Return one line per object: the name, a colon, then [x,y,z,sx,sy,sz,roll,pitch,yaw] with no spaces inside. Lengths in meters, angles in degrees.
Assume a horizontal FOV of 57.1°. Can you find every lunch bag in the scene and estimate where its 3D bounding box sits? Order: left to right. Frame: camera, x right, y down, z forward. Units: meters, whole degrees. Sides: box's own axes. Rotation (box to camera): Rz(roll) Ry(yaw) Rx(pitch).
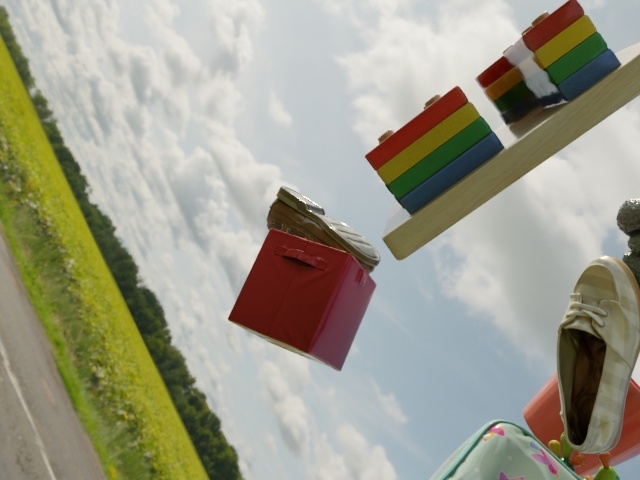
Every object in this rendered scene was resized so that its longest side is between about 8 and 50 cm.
lunch bag: [0.236,0.362,0.655,0.279,0.224,0.108,44,-43,21]

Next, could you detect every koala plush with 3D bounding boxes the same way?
koala plush: [0.610,0.044,0.967,0.221,0.203,0.196,-80,-174,-85]

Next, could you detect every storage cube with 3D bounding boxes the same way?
storage cube: [-0.027,0.118,1.131,0.183,0.193,0.215,18,-15,26]

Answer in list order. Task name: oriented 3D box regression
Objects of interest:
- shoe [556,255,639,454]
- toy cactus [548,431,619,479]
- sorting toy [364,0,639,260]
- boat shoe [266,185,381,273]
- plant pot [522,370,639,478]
shoe: [0.300,0.123,0.642,0.076,0.058,0.219,-1,-100,54]
toy cactus: [0.454,0.453,1.073,0.112,0.180,0.219,-135,-156,-72]
sorting toy: [0.154,-0.111,0.548,0.089,0.257,0.255,53,12,-2]
boat shoe: [0.000,0.000,1.223,0.307,0.110,0.104,39,-75,42]
plant pot: [0.624,0.399,1.352,0.275,0.243,0.275,42,14,-13]
